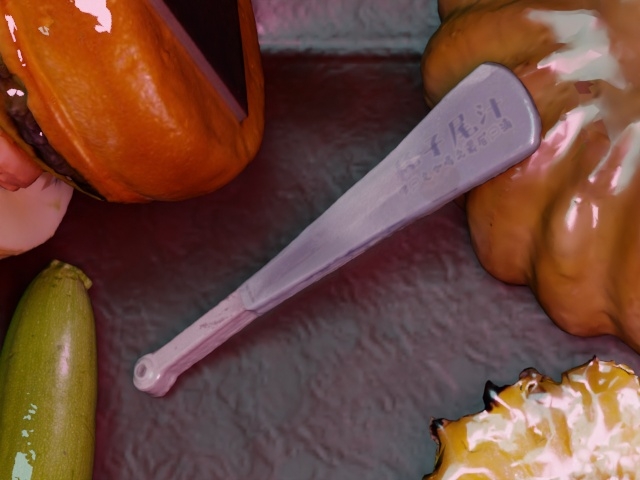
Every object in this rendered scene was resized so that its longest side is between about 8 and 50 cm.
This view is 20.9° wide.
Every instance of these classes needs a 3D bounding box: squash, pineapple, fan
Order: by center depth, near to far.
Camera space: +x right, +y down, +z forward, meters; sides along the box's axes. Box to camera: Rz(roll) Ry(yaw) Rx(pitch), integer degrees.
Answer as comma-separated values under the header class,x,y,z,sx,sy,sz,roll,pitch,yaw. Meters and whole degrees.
class,x,y,z,sx,sy,sz,roll,pitch,yaw
pineapple,0.140,0.164,0.887,0.224,0.076,0.225,-2,79,10
fan,0.000,0.000,0.940,0.282,0.023,0.057,-35,69,21
squash,-0.157,0.109,0.972,0.066,0.066,0.201,2,70,12

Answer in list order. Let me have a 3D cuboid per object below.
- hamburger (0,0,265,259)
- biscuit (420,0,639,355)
class,x,y,z,sx,sy,sz,roll,pitch,yaw
hamburger,-0.169,-0.131,0.922,0.225,0.291,0.291,-16,74,16
biscuit,0.209,-0.094,0.926,0.325,0.107,0.326,-3,78,14
